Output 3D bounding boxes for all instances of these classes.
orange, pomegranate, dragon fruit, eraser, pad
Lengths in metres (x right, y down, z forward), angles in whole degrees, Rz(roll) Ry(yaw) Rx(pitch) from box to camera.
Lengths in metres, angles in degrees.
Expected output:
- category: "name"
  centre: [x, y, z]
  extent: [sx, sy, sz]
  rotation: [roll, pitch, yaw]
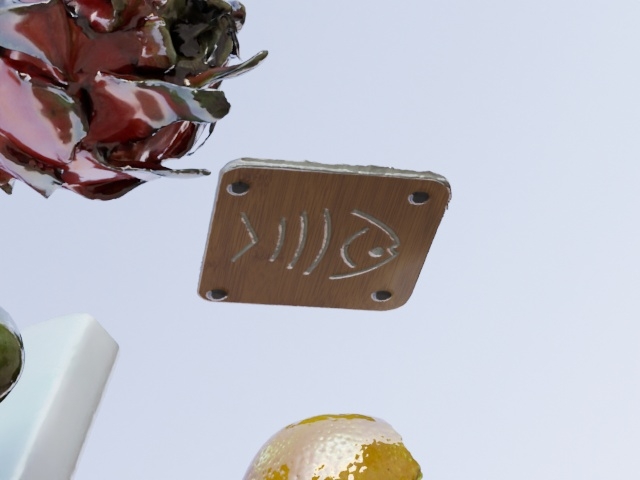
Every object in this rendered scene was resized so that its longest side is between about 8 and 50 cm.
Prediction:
- category: "orange"
  centre: [-0.007, 0.269, 1.470]
  extent: [0.237, 0.158, 0.179]
  rotation: [116, 168, -54]
- category: "pomegranate"
  centre: [-0.305, 0.081, 1.204]
  extent: [0.114, 0.114, 0.142]
  rotation: [-43, -62, -33]
- category: "dragon fruit"
  centre: [-0.150, -0.122, 0.998]
  extent: [0.193, 0.274, 0.192]
  rotation: [-35, -64, -64]
- category: "eraser"
  centre: [-0.301, 0.202, 1.376]
  extent: [0.104, 0.189, 0.290]
  rotation: [48, -154, -20]
- category: "pad"
  centre: [0.000, 0.000, 1.839]
  extent: [0.286, 0.284, 0.018]
  rotation: [107, 163, -52]
